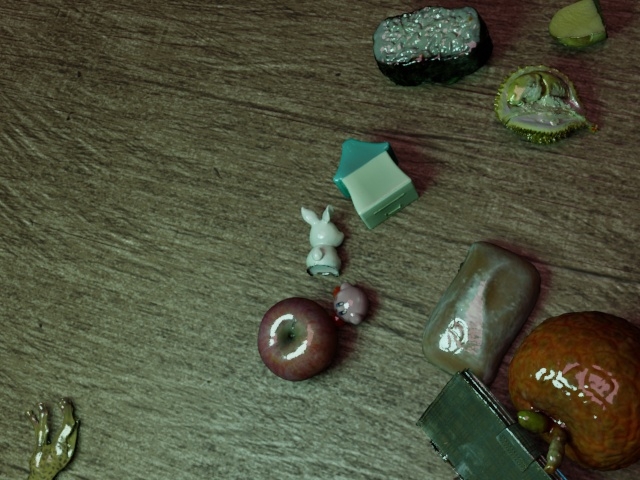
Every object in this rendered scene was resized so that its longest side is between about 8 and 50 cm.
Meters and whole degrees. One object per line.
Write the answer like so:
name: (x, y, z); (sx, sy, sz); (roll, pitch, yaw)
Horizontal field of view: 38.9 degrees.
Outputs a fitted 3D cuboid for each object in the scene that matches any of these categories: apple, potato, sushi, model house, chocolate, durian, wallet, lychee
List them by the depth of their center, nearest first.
lychee: (0.421, 0.246, 1.445); (0.255, 0.255, 0.300); (40, 71, 23)
wallet: (0.302, 0.376, 1.502); (0.317, 0.044, 0.169); (49, 131, 25)
chocolate: (0.282, 0.121, 1.606); (0.161, 0.083, 0.261); (24, 81, 20)
apple: (-0.041, 0.182, 1.661); (0.153, 0.120, 0.153); (-5, 76, 23)
durian: (0.420, -0.246, 1.682); (0.208, 0.102, 0.146); (18, 81, -3)
potato: (0.488, -0.402, 1.721); (0.103, 0.066, 0.096); (-11, 56, 18)
model house: (0.096, -0.120, 1.726); (0.127, 0.100, 0.149); (-33, 70, 4)
sushi: (0.217, -0.374, 1.756); (0.225, 0.127, 0.124); (-6, 72, 22)

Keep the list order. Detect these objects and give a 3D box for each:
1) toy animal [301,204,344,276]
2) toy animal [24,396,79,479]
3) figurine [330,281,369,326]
toy animal: (0.003, 0.002, 1.732); (0.071, 0.085, 0.124); (-7, 65, 32)
toy animal: (-0.554, 0.436, 1.767); (0.149, 0.054, 0.275); (10, 77, 21)
figurine: (0.056, 0.117, 1.681); (0.067, 0.071, 0.083); (-2, 77, -28)
